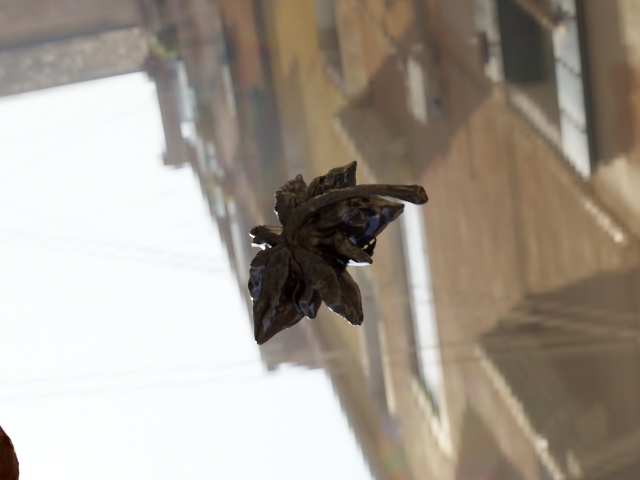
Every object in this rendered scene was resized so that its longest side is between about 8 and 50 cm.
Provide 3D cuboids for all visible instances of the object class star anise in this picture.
[{"bbox_3d":[0.000,-0.001,1.874,0.089,0.231,0.209,24,-160,-43],"label":"star anise"}]

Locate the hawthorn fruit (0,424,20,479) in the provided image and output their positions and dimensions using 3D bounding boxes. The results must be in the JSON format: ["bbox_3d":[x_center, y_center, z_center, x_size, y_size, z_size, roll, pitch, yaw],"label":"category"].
[{"bbox_3d":[-0.352,0.230,1.483,0.205,0.253,0.205,11,-148,-7],"label":"hawthorn fruit"}]
